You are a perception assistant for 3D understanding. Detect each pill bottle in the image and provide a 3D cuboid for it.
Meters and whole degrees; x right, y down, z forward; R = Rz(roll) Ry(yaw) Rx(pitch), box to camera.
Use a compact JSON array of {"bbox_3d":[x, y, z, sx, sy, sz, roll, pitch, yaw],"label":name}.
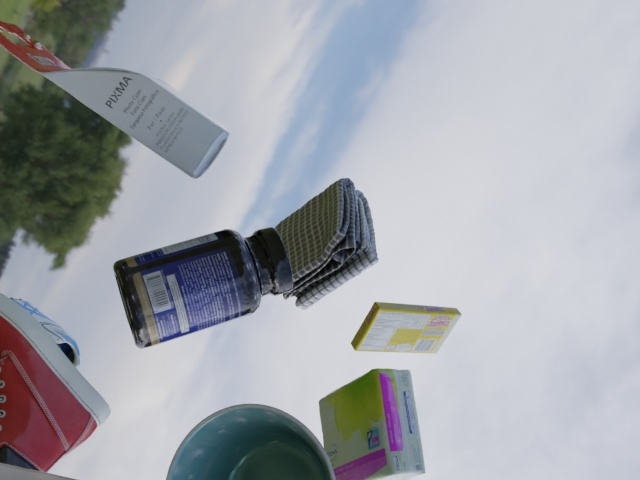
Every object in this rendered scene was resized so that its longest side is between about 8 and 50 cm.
[{"bbox_3d":[-0.154,0.055,1.090,0.123,0.219,0.123,164,-90,-74],"label":"pill bottle"}]

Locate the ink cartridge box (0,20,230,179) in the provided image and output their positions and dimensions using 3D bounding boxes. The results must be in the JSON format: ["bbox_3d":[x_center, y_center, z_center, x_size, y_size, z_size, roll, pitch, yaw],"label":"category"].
[{"bbox_3d":[-0.315,-0.248,1.243,0.091,0.385,0.308,-53,-168,4],"label":"ink cartridge box"}]

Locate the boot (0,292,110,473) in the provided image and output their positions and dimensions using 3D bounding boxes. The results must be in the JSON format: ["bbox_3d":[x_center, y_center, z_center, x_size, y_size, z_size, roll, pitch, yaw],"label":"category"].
[{"bbox_3d":[-0.397,0.187,0.995,0.176,0.244,0.088,-46,-166,-34],"label":"boot"}]

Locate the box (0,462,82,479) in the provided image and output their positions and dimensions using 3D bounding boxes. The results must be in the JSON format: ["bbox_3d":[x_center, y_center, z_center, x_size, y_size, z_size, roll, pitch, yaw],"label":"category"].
[{"bbox_3d":[-0.280,0.293,0.724,0.148,0.311,0.121,-50,-142,15],"label":"box"}]

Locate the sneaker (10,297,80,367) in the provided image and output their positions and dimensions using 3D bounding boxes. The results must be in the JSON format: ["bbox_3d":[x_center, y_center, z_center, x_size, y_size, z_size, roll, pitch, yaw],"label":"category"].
[{"bbox_3d":[-0.570,0.191,1.639,0.085,0.237,0.086,-50,-135,-6],"label":"sneaker"}]

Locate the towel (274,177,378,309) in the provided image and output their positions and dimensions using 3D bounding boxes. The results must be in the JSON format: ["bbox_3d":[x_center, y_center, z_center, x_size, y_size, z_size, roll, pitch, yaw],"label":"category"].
[{"bbox_3d":[0.000,0.000,1.904,0.235,0.121,0.284,-34,-151,21],"label":"towel"}]

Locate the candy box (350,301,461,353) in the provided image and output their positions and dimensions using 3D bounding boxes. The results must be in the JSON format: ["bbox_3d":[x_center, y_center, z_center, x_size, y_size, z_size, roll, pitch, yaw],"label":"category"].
[{"bbox_3d":[0.163,0.166,1.535,0.027,0.205,0.105,54,-54,45],"label":"candy box"}]

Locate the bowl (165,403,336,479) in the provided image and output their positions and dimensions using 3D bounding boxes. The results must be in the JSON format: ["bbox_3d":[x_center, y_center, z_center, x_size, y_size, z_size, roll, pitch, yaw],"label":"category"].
[{"bbox_3d":[-0.095,0.444,1.411,0.311,0.163,0.312,-5,-106,18],"label":"bowl"}]

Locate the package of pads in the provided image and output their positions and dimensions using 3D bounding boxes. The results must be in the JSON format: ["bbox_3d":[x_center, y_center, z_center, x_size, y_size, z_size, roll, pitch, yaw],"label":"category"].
[{"bbox_3d":[0.099,0.408,1.742,0.296,0.101,0.229,-44,-133,53],"label":"package of pads"}]
